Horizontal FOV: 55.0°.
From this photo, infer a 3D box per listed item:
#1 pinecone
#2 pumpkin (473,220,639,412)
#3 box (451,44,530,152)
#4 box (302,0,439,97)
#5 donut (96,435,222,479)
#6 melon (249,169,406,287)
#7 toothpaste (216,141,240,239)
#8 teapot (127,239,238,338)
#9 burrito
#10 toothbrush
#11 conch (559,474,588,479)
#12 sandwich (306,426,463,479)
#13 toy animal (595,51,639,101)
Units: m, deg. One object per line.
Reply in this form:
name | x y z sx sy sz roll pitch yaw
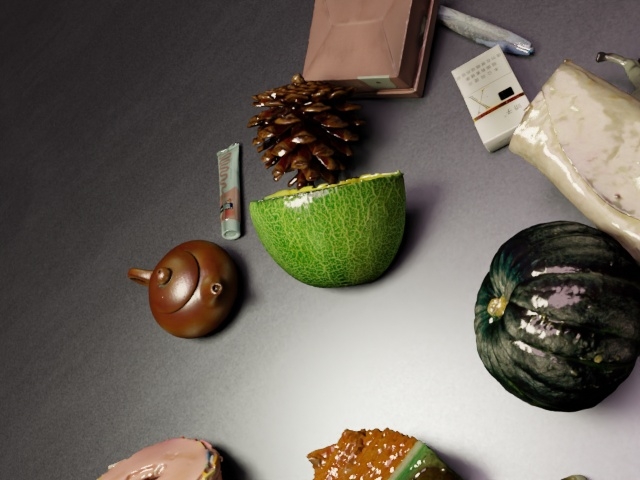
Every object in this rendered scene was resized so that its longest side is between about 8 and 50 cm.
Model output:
pinecone | -0.024 -0.180 1.029 0.208 0.208 0.207 -12 64 27
pumpkin | 0.274 0.085 0.713 0.162 0.220 0.220 7 70 -6
box | 0.268 -0.219 0.948 0.084 0.040 0.154 -26 57 19
box | 0.085 -0.361 1.068 0.215 0.086 0.215 9 87 35
donut | -0.238 0.387 0.932 0.199 0.085 0.233 -27 17 -25
melon | 0.000 0.000 0.934 0.265 0.129 0.169 -9 98 30
toothpaste | -0.174 -0.098 1.175 0.056 0.036 0.205 -23 56 24
teapot | -0.254 0.075 1.091 0.252 0.135 0.178 7 70 33
burrito | 0.367 -0.074 0.722 0.143 0.105 0.299 -48 65 15
toothbrush | 0.197 -0.397 1.070 0.413 0.042 0.035 38 92 35
conch | 0.305 0.422 0.587 0.386 0.203 0.169 -124 49 -59
sandwich | 0.084 0.313 0.808 0.185 0.109 0.160 -44 34 11
toy animal | 0.430 -0.148 0.803 0.176 0.073 0.216 9 71 28
